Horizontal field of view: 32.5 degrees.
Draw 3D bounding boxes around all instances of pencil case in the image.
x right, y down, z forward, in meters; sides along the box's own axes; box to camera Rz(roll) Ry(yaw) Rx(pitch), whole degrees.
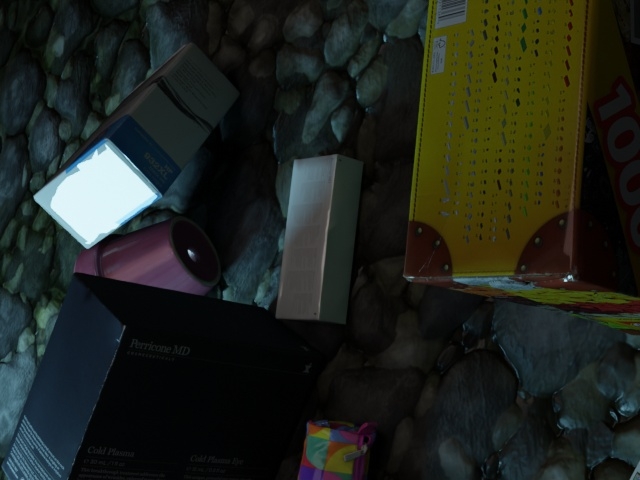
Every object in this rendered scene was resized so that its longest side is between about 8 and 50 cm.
[{"bbox_3d":[0.013,0.350,1.456,0.104,0.104,0.236,5,85,49],"label":"pencil case"}]

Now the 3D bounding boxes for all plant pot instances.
[{"bbox_3d":[-0.271,0.057,1.805,0.180,0.201,0.201,-30,57,22],"label":"plant pot"}]

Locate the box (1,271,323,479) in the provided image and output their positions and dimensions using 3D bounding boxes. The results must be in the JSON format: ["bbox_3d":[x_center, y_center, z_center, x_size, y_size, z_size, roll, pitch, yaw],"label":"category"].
[{"bbox_3d":[-0.221,0.243,1.564,0.179,0.343,0.312,36,106,48],"label":"box"}]

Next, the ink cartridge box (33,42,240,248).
[{"bbox_3d":[-0.296,-0.159,1.811,0.223,0.129,0.307,-31,20,40],"label":"ink cartridge box"}]

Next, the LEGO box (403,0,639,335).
[{"bbox_3d":[0.293,-0.174,1.069,0.193,0.372,0.500,-4,77,48],"label":"LEGO box"}]

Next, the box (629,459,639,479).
[{"bbox_3d":[0.371,0.237,1.131,0.081,0.028,0.136,38,110,47],"label":"box"}]

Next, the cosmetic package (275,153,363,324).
[{"bbox_3d":[0.000,0.000,1.594,0.099,0.060,0.239,-2,78,51],"label":"cosmetic package"}]
